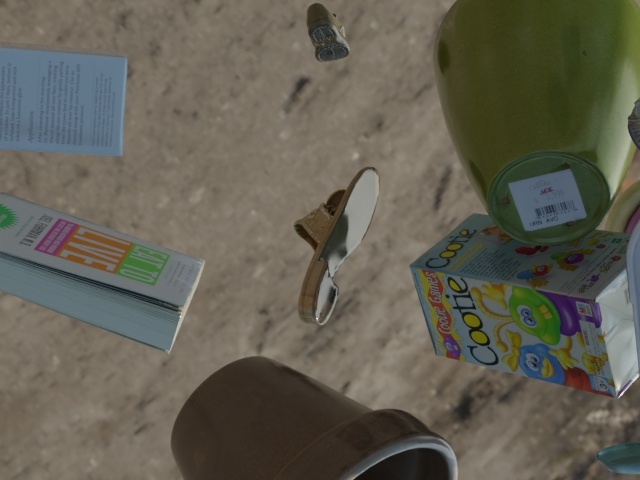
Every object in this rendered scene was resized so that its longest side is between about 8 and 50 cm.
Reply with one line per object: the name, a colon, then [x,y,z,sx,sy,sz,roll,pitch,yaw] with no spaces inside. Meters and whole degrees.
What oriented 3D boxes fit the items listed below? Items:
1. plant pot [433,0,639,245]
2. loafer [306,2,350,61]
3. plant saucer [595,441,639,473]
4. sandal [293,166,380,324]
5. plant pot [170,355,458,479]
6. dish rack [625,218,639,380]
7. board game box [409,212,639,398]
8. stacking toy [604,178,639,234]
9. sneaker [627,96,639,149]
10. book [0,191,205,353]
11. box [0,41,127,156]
plant pot: [0.267,-0.137,1.522,0.275,0.293,0.274,3,130,4]
loafer: [0.011,-0.305,1.887,0.056,0.050,0.148,-10,166,4]
plant saucer: [0.474,0.328,1.931,0.119,0.119,0.021,-13,96,-45]
sandal: [-0.001,-0.004,1.579,0.088,0.079,0.240,71,34,-47]
plant pot: [-0.030,0.237,1.302,0.263,0.229,0.263,-29,141,-27]
dish rack: [0.432,0.084,1.193,0.286,0.072,0.332,-21,119,-15]
board game box: [0.271,0.073,1.581,0.144,0.275,0.142,-37,121,-34]
stacking toy: [0.506,0.044,1.613,0.141,0.330,0.141,-15,125,-22]
sneaker: [0.447,-0.159,1.304,0.293,0.102,0.146,-31,167,3]
book: [-0.152,0.016,0.826,0.096,0.144,0.035,-79,-172,-69]
box: [-0.266,-0.130,1.159,0.171,0.130,0.091,2,100,-13]
